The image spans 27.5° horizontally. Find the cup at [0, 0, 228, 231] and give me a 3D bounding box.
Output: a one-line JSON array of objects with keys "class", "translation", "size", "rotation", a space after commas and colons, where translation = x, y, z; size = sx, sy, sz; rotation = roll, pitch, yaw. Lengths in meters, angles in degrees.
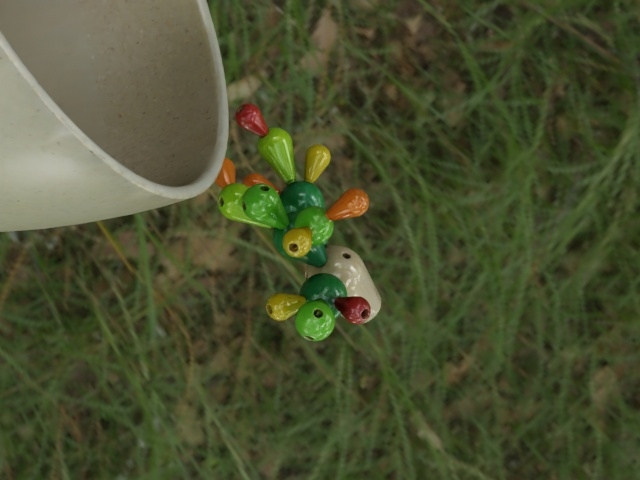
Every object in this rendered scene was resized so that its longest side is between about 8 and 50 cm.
[{"class": "cup", "translation": [-0.235, -0.135, 0.751], "size": [0.236, 0.331, 0.331], "rotation": [-22, 139, 16]}]

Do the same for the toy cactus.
[{"class": "toy cactus", "translation": [0.000, 0.000, 1.026], "size": [0.112, 0.219, 0.180], "rotation": [-35, 136, 7]}]
